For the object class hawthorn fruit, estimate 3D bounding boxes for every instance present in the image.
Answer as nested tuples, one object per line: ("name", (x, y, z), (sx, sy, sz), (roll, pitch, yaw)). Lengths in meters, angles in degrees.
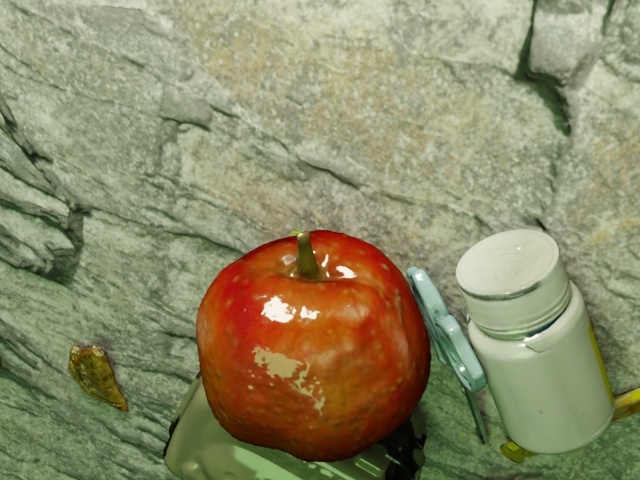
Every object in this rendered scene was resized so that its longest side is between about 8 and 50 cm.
("hawthorn fruit", (-0.010, 0.105, 1.253), (0.287, 0.287, 0.330), (11, 137, 16))

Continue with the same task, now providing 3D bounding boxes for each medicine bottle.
("medicine bottle", (0.255, 0.123, 1.242), (0.143, 0.143, 0.258), (-6, 126, 29))

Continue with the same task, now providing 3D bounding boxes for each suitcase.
("suitcase", (-0.052, 0.325, 1.527), (0.352, 0.194, 0.339), (30, 137, -2))

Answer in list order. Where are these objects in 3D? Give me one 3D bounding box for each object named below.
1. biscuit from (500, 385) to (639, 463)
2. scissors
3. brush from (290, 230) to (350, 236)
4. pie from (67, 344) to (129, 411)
("biscuit", (0.355, 0.238, 1.378), (0.048, 0.026, 0.292), (27, 138, -27))
("scissors", (0.182, 0.179, 1.354), (0.029, 0.191, 0.360), (-26, 138, -4))
("brush", (0.000, 0.000, 1.341), (0.083, 0.021, 0.018), (1, 132, 23))
("pie", (-0.367, 0.220, 1.695), (0.092, 0.034, 0.169), (12, 138, 13))
